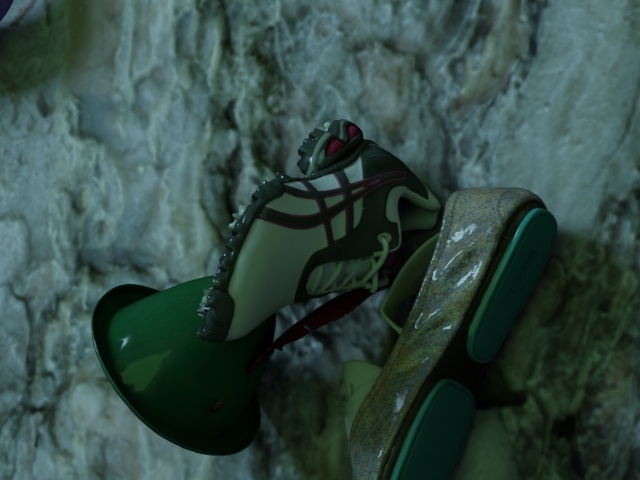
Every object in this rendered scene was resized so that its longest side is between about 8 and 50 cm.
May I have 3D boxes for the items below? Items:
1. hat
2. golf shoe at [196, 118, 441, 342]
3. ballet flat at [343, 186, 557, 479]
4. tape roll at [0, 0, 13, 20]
[{"bbox_3d":[-0.055,0.049,1.482,0.173,0.208,0.183,48,114,2],"label":"hat"},{"bbox_3d":[0.000,0.000,1.461,0.120,0.105,0.273,30,43,11],"label":"golf shoe"},{"bbox_3d":[0.083,0.096,1.475,0.106,0.107,0.316,20,75,33],"label":"ballet flat"},{"bbox_3d":[-0.371,-0.280,1.733,0.189,0.080,0.189,5,99,36],"label":"tape roll"}]
